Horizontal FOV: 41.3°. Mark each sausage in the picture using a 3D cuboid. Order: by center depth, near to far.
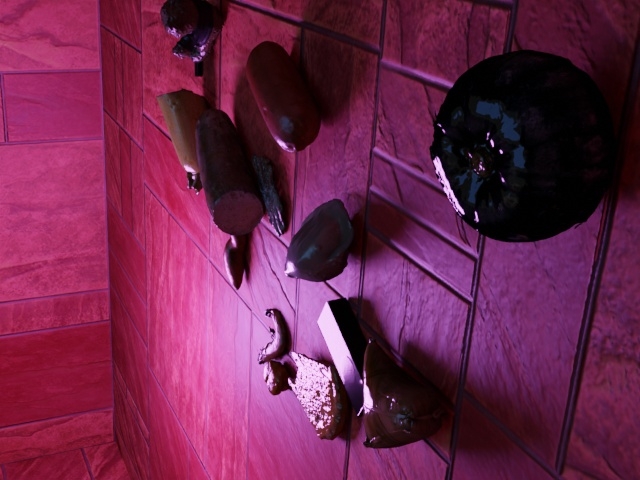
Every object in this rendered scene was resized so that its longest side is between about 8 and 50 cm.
[{"bbox_3d":[-0.073,-0.281,1.702,0.113,0.114,0.259,110,145,-45],"label":"sausage"}]

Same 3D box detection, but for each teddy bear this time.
[{"bbox_3d":[-0.307,-0.542,2.111,0.251,0.129,0.181,-3,-91,-76],"label":"teddy bear"}]

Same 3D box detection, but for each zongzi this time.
[{"bbox_3d":[0.127,0.244,1.427,0.194,0.099,0.197,142,125,-62],"label":"zongzi"}]

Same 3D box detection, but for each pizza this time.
[{"bbox_3d":[-0.007,0.321,1.799,0.262,0.034,0.181,21,115,62],"label":"pizza"}]

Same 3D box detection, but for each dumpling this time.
[{"bbox_3d":[0.007,0.013,1.633,0.108,0.152,0.219,46,145,-20],"label":"dumpling"}]

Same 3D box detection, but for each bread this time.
[{"bbox_3d":[-0.103,0.321,1.995,0.081,0.046,0.083,-49,51,55],"label":"bread"}]

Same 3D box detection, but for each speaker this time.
[{"bbox_3d":[0.058,0.221,1.620,0.082,0.044,0.218,113,142,-48],"label":"speaker"}]

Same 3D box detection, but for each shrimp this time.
[{"bbox_3d":[-0.125,0.230,2.035,0.178,0.034,0.124,133,129,-57],"label":"shrimp"}]

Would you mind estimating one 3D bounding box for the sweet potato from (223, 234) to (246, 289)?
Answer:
[{"bbox_3d":[-0.217,0.032,2.156,0.055,0.058,0.202,-100,13,-65],"label":"sweet potato"}]

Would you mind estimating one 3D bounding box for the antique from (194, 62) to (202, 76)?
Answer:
[{"bbox_3d":[-0.333,-0.542,2.306,0.031,0.015,0.192,-150,58,-62],"label":"antique"}]

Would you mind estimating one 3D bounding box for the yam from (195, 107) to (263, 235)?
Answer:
[{"bbox_3d":[-0.230,-0.180,2.058,0.133,0.133,0.330,119,141,-52],"label":"yam"}]

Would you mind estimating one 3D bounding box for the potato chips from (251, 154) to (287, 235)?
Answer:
[{"bbox_3d":[-0.111,-0.111,1.925,0.092,0.028,0.207,-38,63,60],"label":"potato chips"}]

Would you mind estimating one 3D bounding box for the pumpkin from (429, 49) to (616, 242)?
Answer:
[{"bbox_3d":[0.235,-0.109,1.008,0.233,0.163,0.233,36,135,46],"label":"pumpkin"}]

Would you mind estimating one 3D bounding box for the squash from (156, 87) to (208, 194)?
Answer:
[{"bbox_3d":[-0.337,-0.271,2.306,0.137,0.137,0.287,4,114,65],"label":"squash"}]
